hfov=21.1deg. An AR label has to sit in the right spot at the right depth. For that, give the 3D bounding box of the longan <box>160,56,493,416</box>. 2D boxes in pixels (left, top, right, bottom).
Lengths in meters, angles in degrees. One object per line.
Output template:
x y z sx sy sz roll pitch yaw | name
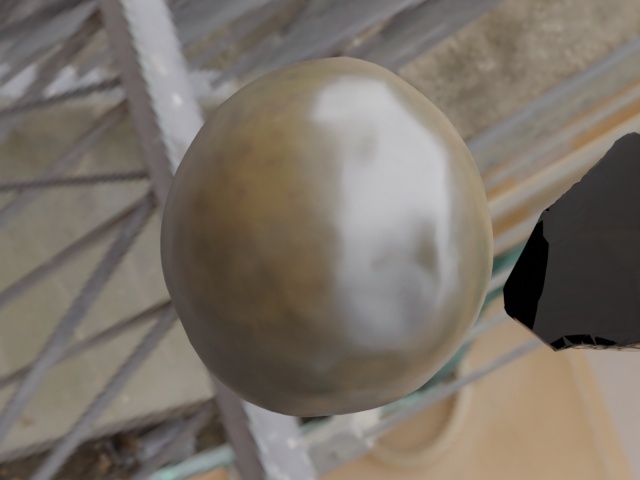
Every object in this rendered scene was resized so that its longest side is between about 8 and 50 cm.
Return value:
0.000 0.000 1.129 0.248 0.248 0.248 38 35 -33 | longan

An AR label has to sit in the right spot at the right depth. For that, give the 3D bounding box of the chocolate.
0.180 0.011 0.942 0.080 0.149 0.125 21 74 -28 | chocolate
